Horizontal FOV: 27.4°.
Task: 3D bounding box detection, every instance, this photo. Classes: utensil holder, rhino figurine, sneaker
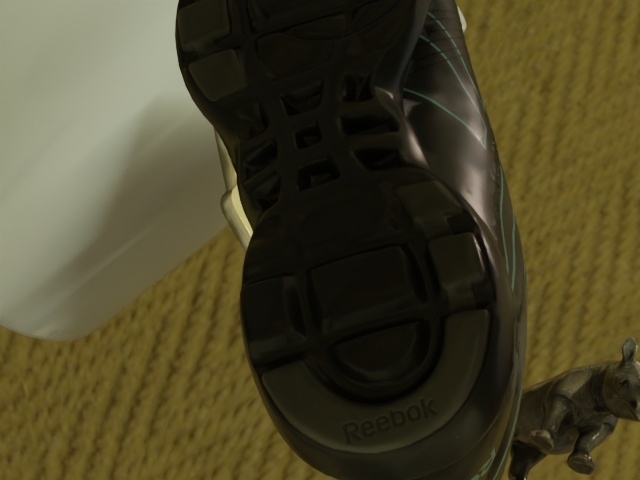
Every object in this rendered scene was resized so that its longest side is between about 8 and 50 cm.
[{"bbox_3d":[-0.141,-0.158,0.988,0.385,0.327,0.328,-39,81,15],"label":"utensil holder"},{"bbox_3d":[0.231,0.156,1.188,0.073,0.243,0.106,42,49,-10],"label":"rhino figurine"},{"bbox_3d":[0.013,-0.026,0.456,0.101,0.106,0.267,-15,54,15],"label":"sneaker"}]

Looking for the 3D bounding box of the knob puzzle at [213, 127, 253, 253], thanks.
[{"bbox_3d":[0.000,0.000,0.824,0.213,0.030,0.213,35,39,-36],"label":"knob puzzle"}]
